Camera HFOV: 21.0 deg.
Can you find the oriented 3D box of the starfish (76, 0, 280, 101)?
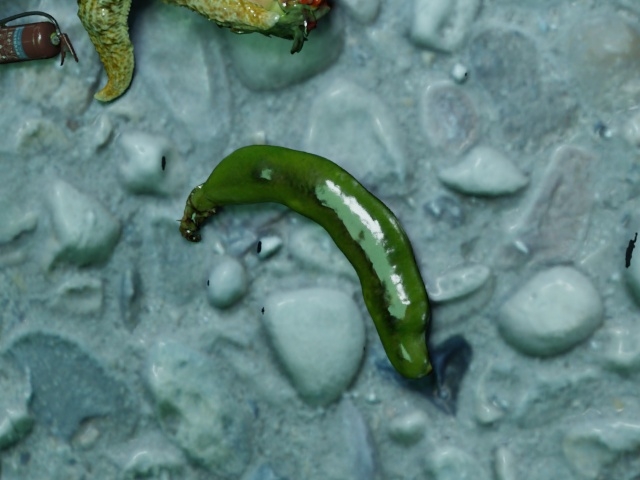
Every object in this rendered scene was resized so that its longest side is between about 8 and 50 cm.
[{"bbox_3d":[-0.174,-0.300,1.526,0.358,0.078,0.347,-34,75,50],"label":"starfish"}]

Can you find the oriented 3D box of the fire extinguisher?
[{"bbox_3d":[-0.294,-0.192,1.681,0.132,0.039,0.056,-4,104,28],"label":"fire extinguisher"}]

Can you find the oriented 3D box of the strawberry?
[{"bbox_3d":[-0.052,-0.253,1.515,0.192,0.085,0.140,34,130,36],"label":"strawberry"}]

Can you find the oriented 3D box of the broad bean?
[{"bbox_3d":[0.000,0.000,1.548,0.292,0.049,0.144,31,116,23],"label":"broad bean"}]
